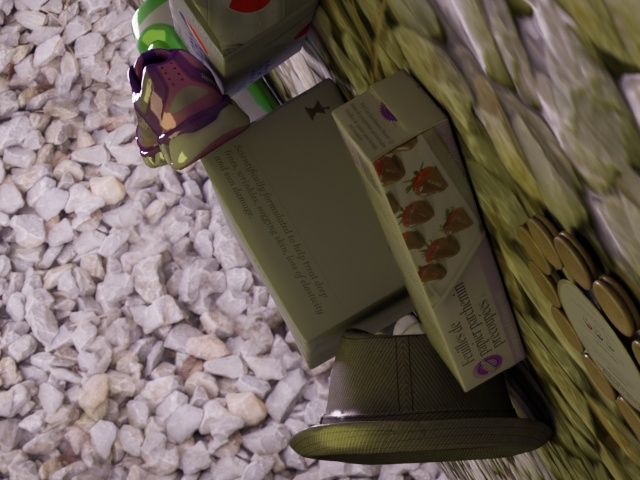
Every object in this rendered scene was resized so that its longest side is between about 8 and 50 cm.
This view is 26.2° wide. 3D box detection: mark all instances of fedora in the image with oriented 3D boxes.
[{"bbox_3d":[0.092,0.142,1.295,0.275,0.244,0.124,31,-125,-70],"label":"fedora"}]

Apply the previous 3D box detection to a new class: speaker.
[{"bbox_3d":[-0.132,-0.193,1.811,0.296,0.131,0.131,57,176,17],"label":"speaker"}]

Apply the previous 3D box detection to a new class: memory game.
[{"bbox_3d":[0.176,0.063,0.831,0.186,0.012,0.186,57,175,7],"label":"memory game"}]

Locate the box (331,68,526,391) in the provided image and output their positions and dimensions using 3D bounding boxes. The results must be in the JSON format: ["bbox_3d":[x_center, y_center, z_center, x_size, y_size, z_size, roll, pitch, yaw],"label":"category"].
[{"bbox_3d":[0.090,0.004,1.055,0.067,0.063,0.324,57,176,40],"label":"box"}]

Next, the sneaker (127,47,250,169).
[{"bbox_3d":[-0.136,-0.129,1.274,0.104,0.095,0.236,56,170,-10],"label":"sneaker"}]

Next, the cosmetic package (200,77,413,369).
[{"bbox_3d":[0.000,0.000,1.447,0.217,0.156,0.385,60,177,10],"label":"cosmetic package"}]

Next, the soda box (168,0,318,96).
[{"bbox_3d":[-0.071,-0.200,1.216,0.091,0.098,0.286,56,176,-1],"label":"soda box"}]

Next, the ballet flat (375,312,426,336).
[{"bbox_3d":[0.123,0.149,1.751,0.203,0.074,0.074,67,173,-21],"label":"ballet flat"}]
